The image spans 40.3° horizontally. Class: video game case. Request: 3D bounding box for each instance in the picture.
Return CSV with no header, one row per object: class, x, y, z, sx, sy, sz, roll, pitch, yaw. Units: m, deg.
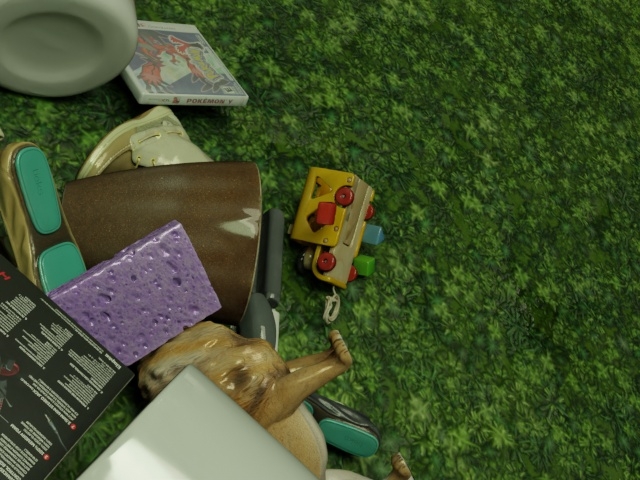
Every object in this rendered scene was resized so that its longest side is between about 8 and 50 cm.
video game case,-0.231,-0.274,1.331,0.184,0.023,0.201,-6,48,-39

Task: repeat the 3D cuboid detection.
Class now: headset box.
headset box,-0.342,0.159,0.755,0.218,0.110,0.293,43,42,-7

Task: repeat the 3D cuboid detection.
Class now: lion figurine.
lion figurine,-0.038,0.252,1.055,0.240,0.142,0.392,-28,99,-1

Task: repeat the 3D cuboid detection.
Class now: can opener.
can opener,-0.078,0.058,1.212,0.076,0.095,0.283,21,52,-26

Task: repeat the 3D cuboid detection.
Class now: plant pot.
plant pot,-0.210,-0.009,1.103,0.231,0.215,0.215,7,56,-14

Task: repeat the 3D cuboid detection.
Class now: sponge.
sponge,-0.224,0.079,0.973,0.210,0.031,0.117,-32,115,-19

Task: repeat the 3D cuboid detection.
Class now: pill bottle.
pill bottle,-0.387,-0.423,1.212,0.229,0.229,0.407,6,58,-34

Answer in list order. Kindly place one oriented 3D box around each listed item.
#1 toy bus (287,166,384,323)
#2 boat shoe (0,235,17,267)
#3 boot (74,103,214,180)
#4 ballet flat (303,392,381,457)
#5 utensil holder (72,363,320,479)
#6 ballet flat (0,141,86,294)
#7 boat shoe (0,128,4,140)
toy bus,0.005,-0.010,1.312,0.104,0.190,0.202,12,37,27
boat shoe,-0.337,0.056,1.050,0.048,0.056,0.153,-21,68,-38
boot,-0.223,-0.091,1.214,0.165,0.077,0.213,45,37,-3
ballet flat,-0.012,0.231,1.172,0.203,0.074,0.074,25,49,-13
utensil holder,-0.093,0.356,0.842,0.385,0.327,0.327,45,45,-1
ballet flat,-0.322,0.003,0.998,0.080,0.073,0.232,-21,100,-57
boat shoe,-0.462,-0.130,1.089,0.137,0.049,0.043,-28,82,-49
